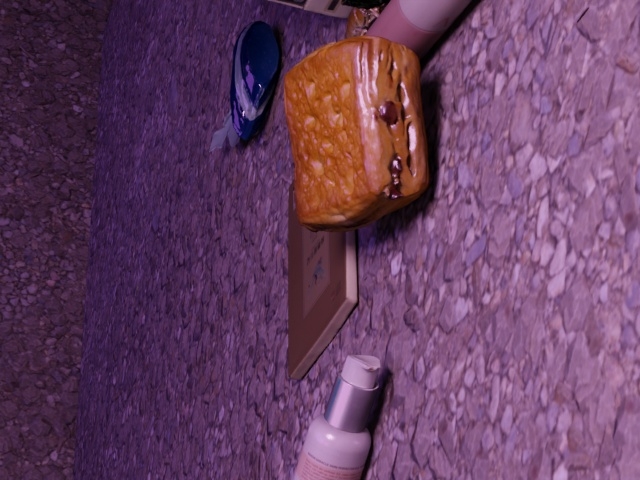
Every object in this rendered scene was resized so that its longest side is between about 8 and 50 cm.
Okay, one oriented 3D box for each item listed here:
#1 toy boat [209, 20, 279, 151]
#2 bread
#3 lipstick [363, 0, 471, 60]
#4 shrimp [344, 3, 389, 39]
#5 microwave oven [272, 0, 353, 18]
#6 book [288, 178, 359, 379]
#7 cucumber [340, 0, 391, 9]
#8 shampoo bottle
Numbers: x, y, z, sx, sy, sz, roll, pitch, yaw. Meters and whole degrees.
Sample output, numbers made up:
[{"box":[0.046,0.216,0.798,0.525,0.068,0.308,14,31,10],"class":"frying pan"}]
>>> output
[{"box":[-0.131,-0.257,2.397,0.291,0.070,0.210,171,111,-75],"class":"toy boat"},{"box":[0.044,-0.120,1.630,0.235,0.099,0.211,165,99,-64],"class":"bread"},{"box":[0.107,-0.250,1.618,0.254,0.070,0.070,134,143,-61],"class":"lipstick"},{"box":[0.058,-0.261,1.850,0.178,0.034,0.124,141,134,-67],"class":"shrimp"},{"box":[-0.103,-0.502,1.895,0.247,0.394,0.333,134,143,-60],"class":"microwave oven"},{"box":[0.000,0.000,1.898,0.217,0.021,0.310,124,151,-51],"class":"book"},{"box":[0.111,-0.334,1.595,0.300,0.072,0.072,-37,45,53],"class":"cucumber"},{"box":[0.022,0.214,1.605,0.074,0.074,0.192,-122,45,-66],"class":"shampoo bottle"}]
